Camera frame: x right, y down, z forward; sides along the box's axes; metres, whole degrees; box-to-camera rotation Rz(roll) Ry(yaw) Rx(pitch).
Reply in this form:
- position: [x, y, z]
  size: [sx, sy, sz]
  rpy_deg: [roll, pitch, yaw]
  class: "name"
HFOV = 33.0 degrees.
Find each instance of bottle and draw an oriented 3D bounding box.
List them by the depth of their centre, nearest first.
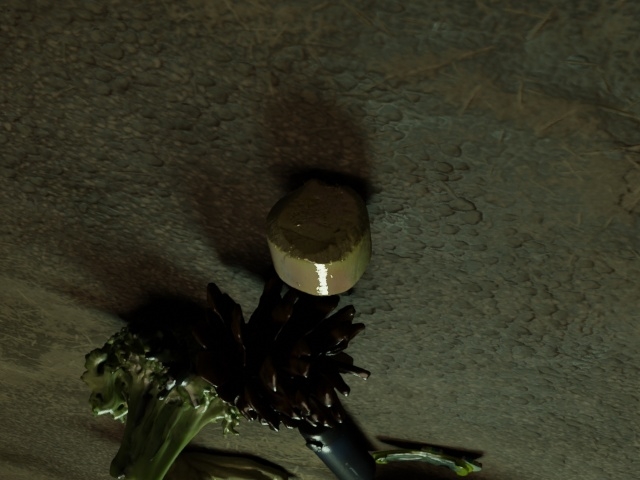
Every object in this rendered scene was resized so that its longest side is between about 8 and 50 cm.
- position: [0.027, 0.351, 1.832]
  size: [0.072, 0.082, 0.244]
  rpy_deg: [4, 150, 24]
  class: "bottle"

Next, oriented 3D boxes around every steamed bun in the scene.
- position: [-0.276, 0.524, 2.193]
  size: [0.428, 0.189, 0.247]
  rpy_deg: [-5, 139, 33]
  class: "steamed bun"

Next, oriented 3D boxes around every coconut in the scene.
- position: [0.000, 0.000, 1.185]
  size: [0.116, 0.116, 0.122]
  rpy_deg: [11, 154, 6]
  class: "coconut"

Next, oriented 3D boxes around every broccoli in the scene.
- position: [-0.240, 0.233, 1.574]
  size: [0.263, 0.243, 0.247]
  rpy_deg: [19, 165, 3]
  class: "broccoli"

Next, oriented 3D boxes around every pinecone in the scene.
- position: [-0.043, 0.139, 1.366]
  size: [0.201, 0.202, 0.229]
  rpy_deg: [-4, 161, 32]
  class: "pinecone"

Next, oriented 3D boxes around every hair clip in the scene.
- position: [0.183, 0.376, 1.851]
  size: [0.189, 0.033, 0.060]
  rpy_deg: [5, 152, 13]
  class: "hair clip"
